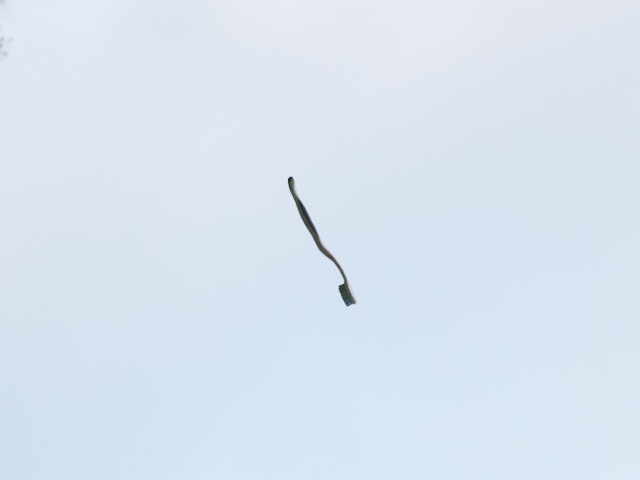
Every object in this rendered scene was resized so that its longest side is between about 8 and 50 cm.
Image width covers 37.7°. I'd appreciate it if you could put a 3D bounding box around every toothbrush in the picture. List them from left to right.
[{"bbox_3d":[0.000,0.000,1.702,0.027,0.021,0.269,-29,-104,8],"label":"toothbrush"}]
